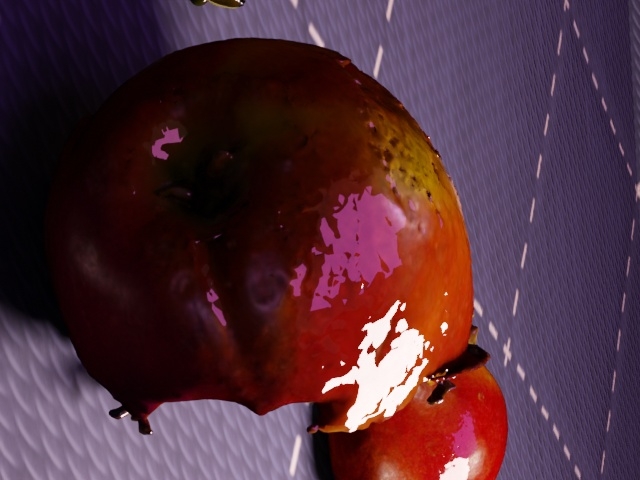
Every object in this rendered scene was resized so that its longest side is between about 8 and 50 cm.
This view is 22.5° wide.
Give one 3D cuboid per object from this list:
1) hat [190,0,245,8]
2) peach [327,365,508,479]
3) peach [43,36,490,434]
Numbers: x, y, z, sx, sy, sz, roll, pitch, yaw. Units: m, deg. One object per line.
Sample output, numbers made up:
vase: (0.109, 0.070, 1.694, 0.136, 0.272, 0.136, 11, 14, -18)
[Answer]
hat: (-0.103, -0.262, 1.540, 0.077, 0.059, 0.076, 73, 13, -47)
peach: (0.110, 0.225, 1.875, 0.243, 0.200, 0.243, 7, 82, -57)
peach: (-0.031, 0.011, 1.364, 0.416, 0.339, 0.353, 54, 45, -59)
